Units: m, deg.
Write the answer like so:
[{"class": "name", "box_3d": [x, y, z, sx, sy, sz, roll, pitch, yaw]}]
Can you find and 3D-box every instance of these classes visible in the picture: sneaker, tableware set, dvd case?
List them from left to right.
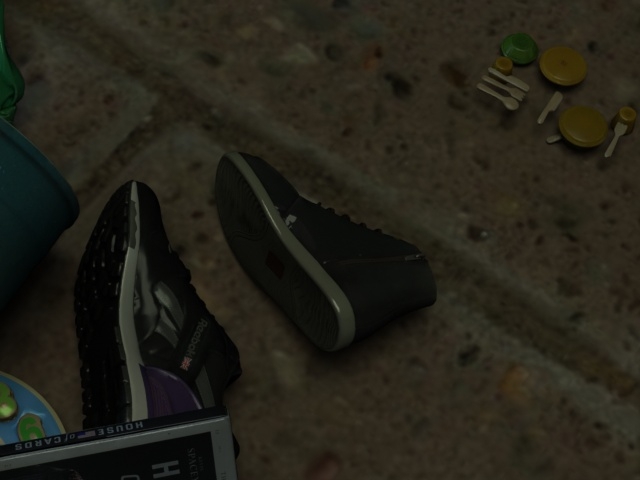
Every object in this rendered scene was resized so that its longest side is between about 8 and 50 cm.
[{"class": "dvd case", "box_3d": [-0.177, 0.228, 1.114, 0.238, 0.179, 0.029, -9, 22, -9]}, {"class": "sneaker", "box_3d": [-0.133, 0.083, 1.239, 0.124, 0.107, 0.283, 14, 52, -29]}, {"class": "sneaker", "box_3d": [0.000, 0.000, 1.300, 0.118, 0.083, 0.222, -17, 57, -34]}, {"class": "tableware set", "box_3d": [0.233, -0.141, 1.415, 0.154, 0.024, 0.104, 29, 61, 11]}]

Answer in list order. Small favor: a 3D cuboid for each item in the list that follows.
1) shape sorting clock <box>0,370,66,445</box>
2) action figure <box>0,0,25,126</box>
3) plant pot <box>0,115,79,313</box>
[{"class": "shape sorting clock", "box_3d": [-0.304, 0.193, 1.181, 0.206, 0.040, 0.206, 2, 63, -5]}, {"class": "action figure", "box_3d": [-0.332, -0.190, 1.327, 0.137, 0.063, 0.232, -23, 92, -9]}, {"class": "plant pot", "box_3d": [-0.371, 0.015, 1.153, 0.271, 0.272, 0.255, 25, 70, 8]}]
